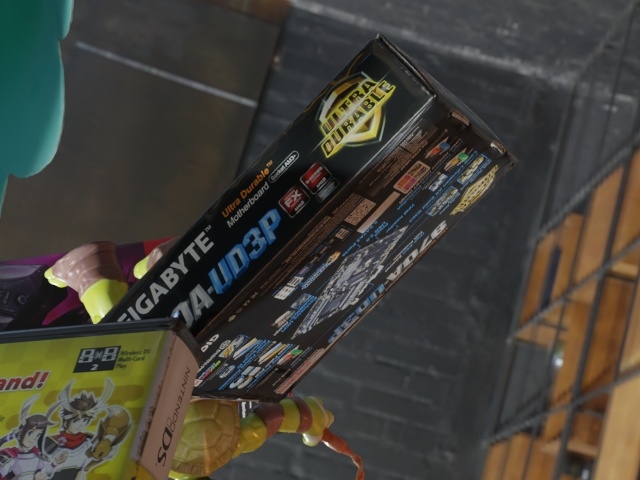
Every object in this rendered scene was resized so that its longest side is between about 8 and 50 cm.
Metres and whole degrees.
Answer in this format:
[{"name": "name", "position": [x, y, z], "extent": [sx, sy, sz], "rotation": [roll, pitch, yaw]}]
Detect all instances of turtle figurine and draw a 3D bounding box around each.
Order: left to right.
[{"name": "turtle figurine", "position": [-0.109, 0.105, 0.865], "extent": [0.269, 0.217, 0.087], "rotation": [-11, 157, -24]}]

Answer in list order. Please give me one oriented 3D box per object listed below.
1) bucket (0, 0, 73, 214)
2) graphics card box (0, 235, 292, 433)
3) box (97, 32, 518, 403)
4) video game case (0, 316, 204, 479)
[{"name": "bucket", "position": [-0.222, -0.117, 0.435], "extent": [0.281, 0.183, 0.281], "rotation": [-10, 134, -11]}, {"name": "graphics card box", "position": [-0.229, 0.118, 1.417], "extent": [0.370, 0.233, 0.094], "rotation": [-8, 141, -8]}, {"name": "box", "position": [0.000, 0.000, 0.748], "extent": [0.051, 0.220, 0.175], "rotation": [48, -169, 21]}, {"name": "video game case", "position": [-0.205, 0.151, 0.590], "extent": [0.274, 0.248, 0.035], "rotation": [-6, 137, 22]}]
